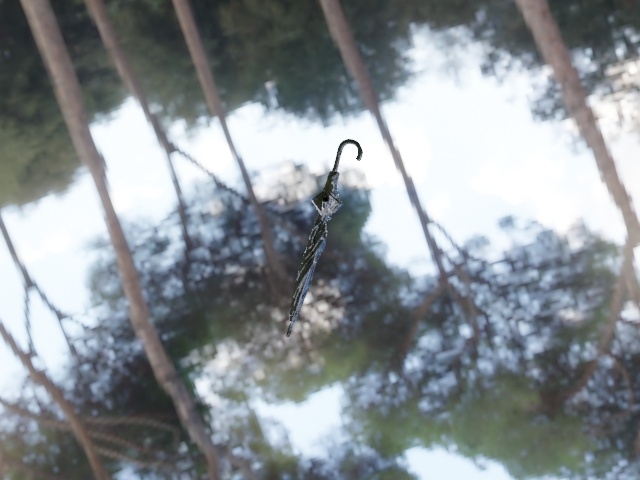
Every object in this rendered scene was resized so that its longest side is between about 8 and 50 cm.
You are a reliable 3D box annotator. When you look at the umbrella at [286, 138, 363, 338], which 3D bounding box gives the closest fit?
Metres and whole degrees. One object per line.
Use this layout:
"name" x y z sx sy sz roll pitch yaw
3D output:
"umbrella" -0.004 -0.002 0.920 0.022 0.149 0.022 26 -167 17
